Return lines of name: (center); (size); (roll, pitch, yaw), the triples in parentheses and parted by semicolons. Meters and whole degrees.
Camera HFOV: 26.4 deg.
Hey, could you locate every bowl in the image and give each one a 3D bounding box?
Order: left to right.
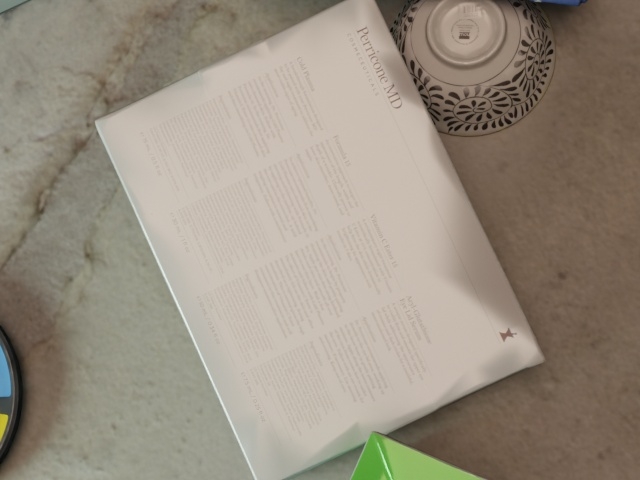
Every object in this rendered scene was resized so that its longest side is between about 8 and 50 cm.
bowl: (0.143, -0.192, 1.319); (0.170, 0.080, 0.170); (-1, 79, 8)

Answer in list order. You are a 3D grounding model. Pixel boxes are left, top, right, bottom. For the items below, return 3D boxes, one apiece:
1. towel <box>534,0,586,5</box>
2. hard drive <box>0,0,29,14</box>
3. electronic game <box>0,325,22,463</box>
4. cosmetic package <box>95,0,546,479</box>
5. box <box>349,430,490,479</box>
towel: (0.110, -0.334, 1.339); (0.336, 0.040, 0.243); (7, 60, 12)
hard drive: (-0.335, -0.407, 1.455); (0.203, 0.040, 0.308); (-24, 76, 3)
electronic game: (-0.406, 0.157, 1.350); (0.229, 0.048, 0.229); (-2, 79, 9)
cosmetic package: (0.000, 0.000, 1.271); (0.284, 0.097, 0.377); (-25, 85, 5)
box: (0.061, 0.310, 1.153); (0.126, 0.231, 0.262); (23, 83, 12)
